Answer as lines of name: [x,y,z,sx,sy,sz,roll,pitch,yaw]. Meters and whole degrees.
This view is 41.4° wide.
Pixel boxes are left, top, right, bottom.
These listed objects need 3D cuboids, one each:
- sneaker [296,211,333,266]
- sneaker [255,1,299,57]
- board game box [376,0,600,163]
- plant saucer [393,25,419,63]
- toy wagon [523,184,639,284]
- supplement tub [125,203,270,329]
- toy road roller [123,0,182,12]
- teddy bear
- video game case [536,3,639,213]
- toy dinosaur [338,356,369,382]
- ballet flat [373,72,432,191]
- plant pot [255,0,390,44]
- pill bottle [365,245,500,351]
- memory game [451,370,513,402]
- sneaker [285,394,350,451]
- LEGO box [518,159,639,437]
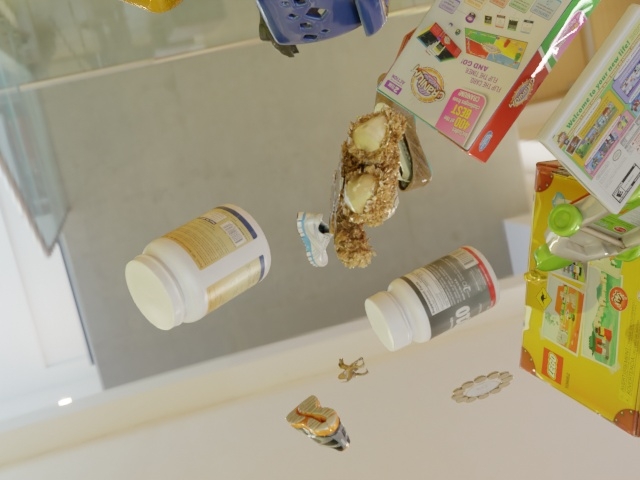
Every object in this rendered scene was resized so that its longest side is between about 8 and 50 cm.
sneaker: [0.000,0.000,2.250,0.083,0.190,0.071,-5,-134,17]
sneaker: [-0.098,-0.513,1.969,0.089,0.170,0.051,13,-143,20]
board game box: [0.267,-0.321,1.395,0.064,0.316,0.242,20,-161,-49]
plant saucer: [0.303,-0.550,2.304,0.258,0.048,0.259,-29,-154,34]
toy wagon: [0.497,-0.025,1.473,0.344,0.068,0.267,-32,149,34]
supplement tub: [-0.307,0.067,2.139,0.316,0.228,0.228,-31,-161,-36]
toy road roller: [-0.314,-0.554,1.417,0.330,0.202,0.240,29,-123,25]
teddy bear: [0.081,-0.086,1.315,0.113,0.245,0.338,5,155,-3]
video game case: [0.402,-0.169,1.123,0.212,0.193,0.023,-55,-145,1]
toy dinosaur: [0.095,0.396,2.531,0.093,0.053,0.183,-24,-167,2]
ballet flat: [0.203,-0.277,2.295,0.124,0.342,0.116,-36,-149,-27]
plant pot: [0.015,-0.492,1.473,0.212,0.235,0.236,6,165,13]
pill bottle: [0.259,0.139,1.975,0.283,0.161,0.161,-25,-167,-14]
memory game: [0.455,0.413,2.385,0.186,0.012,0.186,-14,148,-9]
sneaker: [-0.006,0.396,1.809,0.084,0.083,0.215,-41,-163,-13]
LEGO box: [0.627,0.102,1.800,0.193,0.499,0.372,-8,-161,-25]
